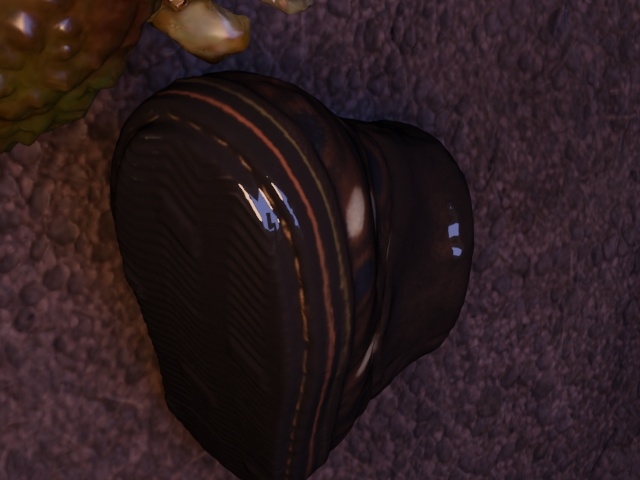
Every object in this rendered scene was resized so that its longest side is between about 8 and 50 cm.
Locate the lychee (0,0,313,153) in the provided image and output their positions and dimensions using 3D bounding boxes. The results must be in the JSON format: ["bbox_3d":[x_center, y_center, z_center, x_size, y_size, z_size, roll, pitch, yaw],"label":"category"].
[{"bbox_3d":[-0.182,-0.181,0.632,0.320,0.270,0.269,-12,107,-54],"label":"lychee"}]

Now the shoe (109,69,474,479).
[{"bbox_3d":[0.000,0.000,0.812,0.237,0.171,0.384,-46,155,-26],"label":"shoe"}]
